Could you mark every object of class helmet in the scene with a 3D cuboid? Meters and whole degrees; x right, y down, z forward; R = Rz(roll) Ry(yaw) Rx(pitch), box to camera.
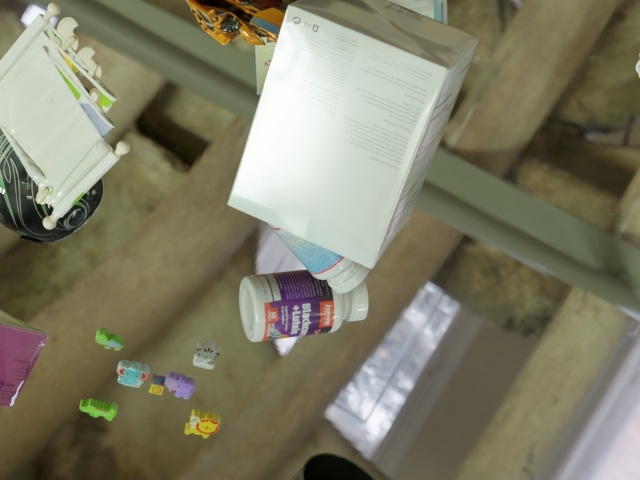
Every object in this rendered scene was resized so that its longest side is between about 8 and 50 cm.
[{"bbox_3d":[-0.416,-0.094,1.665,0.169,0.169,0.161,33,163,42],"label":"helmet"}]

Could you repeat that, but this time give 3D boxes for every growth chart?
[{"bbox_3d":[-0.319,-0.156,1.365,0.237,0.172,0.021,59,-161,19],"label":"growth chart"}]

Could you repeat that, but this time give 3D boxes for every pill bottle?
[{"bbox_3d":[-0.026,0.100,1.832,0.193,0.108,0.108,-6,-163,-17],"label":"pill bottle"},{"bbox_3d":[0.000,0.000,1.670,0.160,0.087,0.087,50,176,-22],"label":"pill bottle"}]

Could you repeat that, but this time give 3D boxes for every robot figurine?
[{"bbox_3d":[-0.072,-0.311,1.639,0.291,0.085,0.211,27,171,15],"label":"robot figurine"}]

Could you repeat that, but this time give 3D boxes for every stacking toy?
[{"bbox_3d":[-0.267,0.223,1.837,0.221,0.052,0.167,13,-141,-13],"label":"stacking toy"}]

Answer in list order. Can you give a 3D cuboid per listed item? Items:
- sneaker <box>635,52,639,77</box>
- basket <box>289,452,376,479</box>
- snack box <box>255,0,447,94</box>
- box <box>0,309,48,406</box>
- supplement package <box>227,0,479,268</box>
[{"bbox_3d":[0.415,-0.226,1.330,0.091,0.258,0.094,-12,157,6],"label":"sneaker"},{"bbox_3d":[-0.027,0.486,1.922,0.204,0.227,0.154,25,-146,-37],"label":"basket"},{"bbox_3d":[0.043,-0.332,1.793,0.321,0.187,0.060,-1,-178,29],"label":"snack box"},{"bbox_3d":[-0.527,0.115,1.507,0.243,0.117,0.213,26,175,13],"label":"box"},{"bbox_3d":[0.042,-0.147,1.389,0.199,0.263,0.198,24,-154,9],"label":"supplement package"}]
